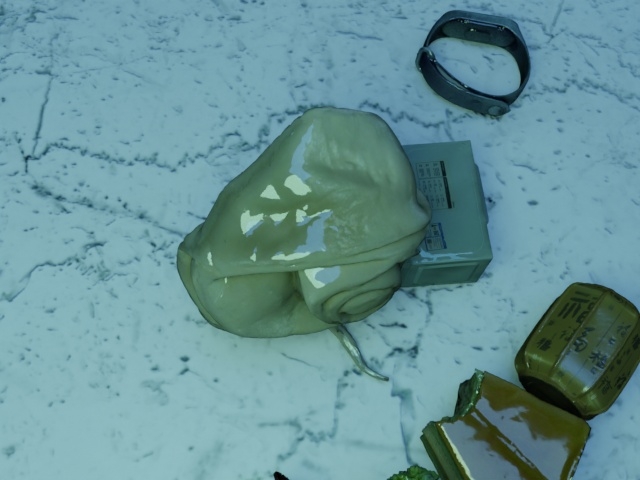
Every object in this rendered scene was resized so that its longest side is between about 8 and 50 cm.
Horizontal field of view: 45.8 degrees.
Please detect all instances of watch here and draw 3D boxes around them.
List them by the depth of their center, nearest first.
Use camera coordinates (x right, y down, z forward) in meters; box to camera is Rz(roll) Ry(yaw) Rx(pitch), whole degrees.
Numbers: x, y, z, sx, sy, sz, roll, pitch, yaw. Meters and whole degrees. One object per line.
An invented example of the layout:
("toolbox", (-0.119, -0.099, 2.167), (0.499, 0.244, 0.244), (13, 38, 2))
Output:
("watch", (0.278, -0.327, 1.384), (0.206, 0.068, 0.193), (12, 67, 1))

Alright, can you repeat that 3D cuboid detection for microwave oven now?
("microwave oven", (0.183, -0.040, 1.229), (0.162, 0.122, 0.208), (-4, 68, -4))

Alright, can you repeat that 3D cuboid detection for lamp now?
("lamp", (0.391, 0.165, 1.136), (0.161, 0.161, 0.185), (35, 73, 12))

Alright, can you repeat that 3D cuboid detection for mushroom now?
("mushroom", (-0.023, 0.132, 1.197), (0.306, 0.043, 0.068), (23, 83, 6))

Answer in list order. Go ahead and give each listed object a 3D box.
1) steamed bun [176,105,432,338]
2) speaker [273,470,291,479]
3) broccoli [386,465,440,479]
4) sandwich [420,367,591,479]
("steamed bun", (0.000, 0.000, 1.066), (0.255, 0.342, 0.368), (47, 113, 8))
("speaker", (-0.075, 0.514, 1.007), (0.329, 0.198, 0.259), (-48, 116, -4))
("broccoli", (0.152, 0.407, 0.856), (0.288, 0.260, 0.236), (22, 92, 25))
("sandwich", (0.229, 0.322, 1.065), (0.198, 0.155, 0.227), (27, 70, 11))
